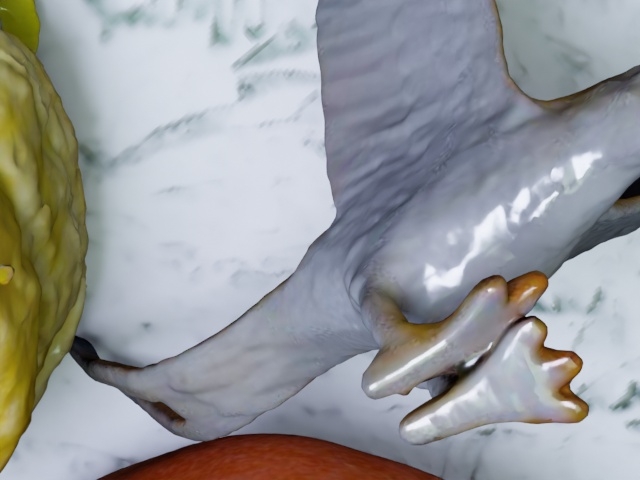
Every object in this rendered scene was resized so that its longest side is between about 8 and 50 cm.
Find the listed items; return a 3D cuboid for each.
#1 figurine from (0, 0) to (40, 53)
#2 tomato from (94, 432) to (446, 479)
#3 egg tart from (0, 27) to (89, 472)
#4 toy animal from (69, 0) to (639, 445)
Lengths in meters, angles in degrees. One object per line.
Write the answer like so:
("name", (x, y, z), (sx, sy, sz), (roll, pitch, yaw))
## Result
("figurine", (-0.202, -0.097, 0.765), (0.129, 0.109, 0.178), (-45, 112, -5))
("tomato", (-0.017, 0.242, 0.801), (0.341, 0.273, 0.341), (9, 142, 7))
("egg tart", (-0.207, 0.039, 0.691), (0.319, 0.128, 0.319), (-22, 131, -28))
("toy animal", (0.005, 0.006, 0.702), (0.284, 0.302, 0.225), (-45, 109, 9))
